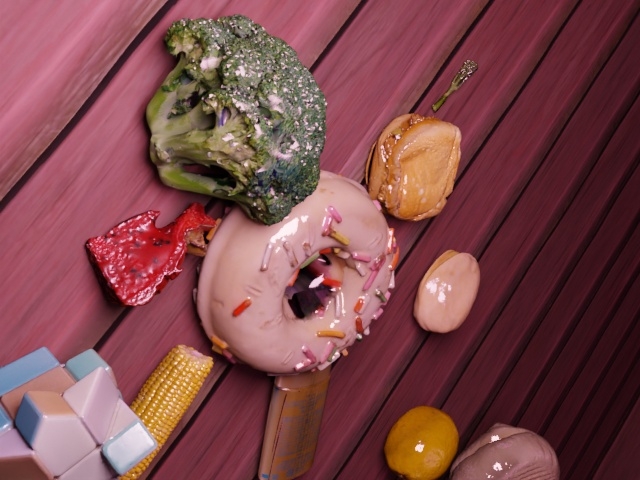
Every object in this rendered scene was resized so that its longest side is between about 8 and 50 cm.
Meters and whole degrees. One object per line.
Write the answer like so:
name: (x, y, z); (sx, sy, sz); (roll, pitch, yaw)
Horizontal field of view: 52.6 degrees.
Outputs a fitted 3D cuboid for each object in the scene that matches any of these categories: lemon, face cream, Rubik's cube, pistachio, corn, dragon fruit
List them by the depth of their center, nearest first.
Rubik's cube: (-0.343, 0.283, 0.853); (0.224, 0.213, 0.265); (-30, 130, -32)
dragon fruit: (-0.243, 0.013, 0.952); (0.192, 0.122, 0.092); (-45, 173, -24)
corn: (-0.265, 0.278, 1.023); (0.248, 0.081, 0.081); (-56, 136, -8)
face cream: (-0.045, 0.330, 1.269); (0.139, 0.067, 0.285); (-6, 113, -45)
pistachio: (0.287, 0.115, 1.456); (0.145, 0.117, 0.200); (33, 83, -42)
lemon: (0.244, 0.489, 1.555); (0.207, 0.170, 0.170); (-39, 132, -35)

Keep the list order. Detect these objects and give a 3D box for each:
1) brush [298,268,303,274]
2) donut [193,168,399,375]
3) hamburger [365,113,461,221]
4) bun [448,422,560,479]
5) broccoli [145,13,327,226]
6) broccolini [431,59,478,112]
brush: (0.000, 0.000, 1.194); (0.193, 0.032, 0.043); (-48, 139, -2)
donut: (-0.026, 0.068, 1.090); (0.382, 0.142, 0.383); (-19, 125, -30)
hamburger: (0.184, -0.140, 1.246); (0.213, 0.108, 0.214); (-18, 119, -37)
bun: (0.507, 0.675, 1.855); (0.365, 0.219, 0.365); (-13, 123, -22)
broccoli: (-0.110, -0.161, 0.892); (0.265, 0.245, 0.295); (-60, 143, -80)
broccolini: (0.271, -0.312, 1.319); (0.140, 0.030, 0.035); (-50, 171, -9)
